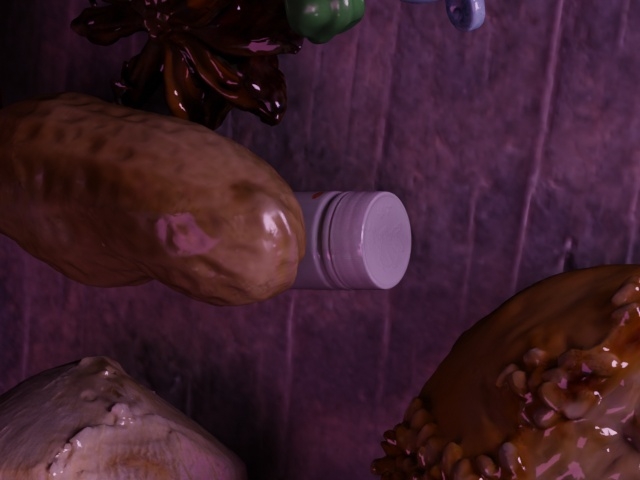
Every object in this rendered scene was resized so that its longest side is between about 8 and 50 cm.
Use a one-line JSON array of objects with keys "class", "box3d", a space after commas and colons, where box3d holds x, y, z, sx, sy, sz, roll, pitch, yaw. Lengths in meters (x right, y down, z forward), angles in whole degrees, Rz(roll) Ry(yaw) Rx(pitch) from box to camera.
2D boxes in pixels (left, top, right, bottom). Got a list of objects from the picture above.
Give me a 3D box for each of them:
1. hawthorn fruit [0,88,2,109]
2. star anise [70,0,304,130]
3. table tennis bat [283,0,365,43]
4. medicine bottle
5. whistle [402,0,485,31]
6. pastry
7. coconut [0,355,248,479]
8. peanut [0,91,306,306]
[{"class": "hawthorn fruit", "box3d": [-0.289, -0.084, 1.179, 0.224, 0.224, 0.261, 5, 133, 31]}, {"class": "star anise", "box3d": [-0.087, -0.157, 1.085, 0.177, 0.073, 0.234, 10, 132, 38]}, {"class": "table tennis bat", "box3d": [-0.024, -0.223, 0.992, 0.160, 0.039, 0.257, -31, 70, 60]}, {"class": "medicine bottle", "box3d": [0.000, 0.000, 1.116, 0.089, 0.057, 0.057, 0, 110, 33]}, {"class": "whistle", "box3d": [0.049, -0.233, 0.960, 0.180, 0.093, 0.269, 8, 116, 57]}, {"class": "pastry", "box3d": [0.170, 0.163, 0.998, 0.311, 0.162, 0.255, 45, 113, 9]}, {"class": "coconut", "box3d": [-0.151, 0.186, 1.191, 0.227, 0.227, 0.230, -5, 87, 34]}, {"class": "peanut", "box3d": [-0.101, -0.021, 1.100, 0.226, 0.095, 0.108, 14, 130, 34]}]
